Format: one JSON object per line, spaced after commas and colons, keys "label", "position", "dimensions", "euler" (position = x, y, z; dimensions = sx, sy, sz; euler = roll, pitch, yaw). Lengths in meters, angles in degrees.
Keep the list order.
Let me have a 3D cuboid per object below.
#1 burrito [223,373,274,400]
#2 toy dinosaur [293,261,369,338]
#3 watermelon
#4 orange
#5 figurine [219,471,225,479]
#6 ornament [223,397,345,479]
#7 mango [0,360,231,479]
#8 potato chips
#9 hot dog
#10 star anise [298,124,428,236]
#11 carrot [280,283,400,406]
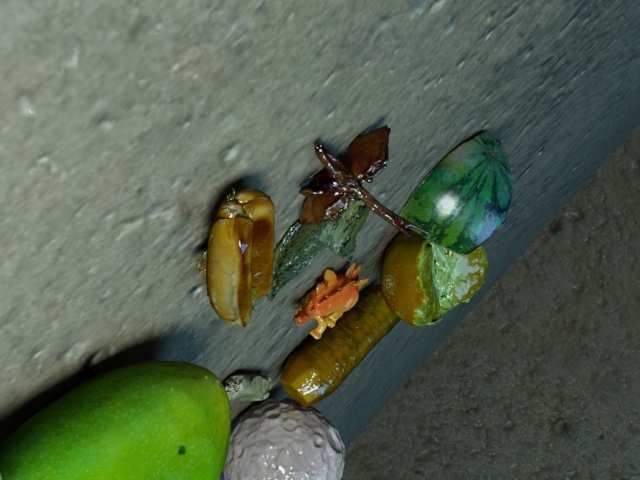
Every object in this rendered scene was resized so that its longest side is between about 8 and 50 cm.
{"label": "burrito", "position": [-0.129, 0.261, 1.361], "dimensions": [0.058, 0.045, 0.188], "euler": [-55, 159, 2]}
{"label": "toy dinosaur", "position": [0.033, 0.091, 1.345], "dimensions": [0.117, 0.070, 0.288], "euler": [-56, 164, 24]}
{"label": "watermelon", "position": [0.272, -0.078, 1.391], "dimensions": [0.231, 0.146, 0.128], "euler": [-48, 161, 9]}
{"label": "orange", "position": [0.205, 0.057, 1.489], "dimensions": [0.237, 0.159, 0.179], "euler": [-31, 125, -39]}
{"label": "figurine", "position": [-0.254, 0.446, 1.397], "dimensions": [0.157, 0.114, 0.126], "euler": [-13, 113, -13]}
{"label": "ornament", "position": [-0.084, 0.436, 1.519], "dimensions": [0.259, 0.225, 0.259], "euler": [-55, -174, 8]}
{"label": "mango", "position": [-0.253, 0.272, 0.868], "dimensions": [0.382, 0.201, 0.225], "euler": [-33, 165, -50]}
{"label": "potato chips", "position": [0.003, 0.003, 1.159], "dimensions": [0.220, 0.029, 0.202], "euler": [-24, 148, -45]}
{"label": "hot dog", "position": [-0.102, 0.026, 0.920], "dimensions": [0.104, 0.076, 0.250], "euler": [-60, 172, -26]}
{"label": "star anise", "position": [0.055, -0.054, 0.993], "dimensions": [0.141, 0.144, 0.158], "euler": [-23, 151, -34]}
{"label": "carrot", "position": [0.046, 0.202, 1.529], "dimensions": [0.302, 0.114, 0.114], "euler": [-42, 161, -26]}
